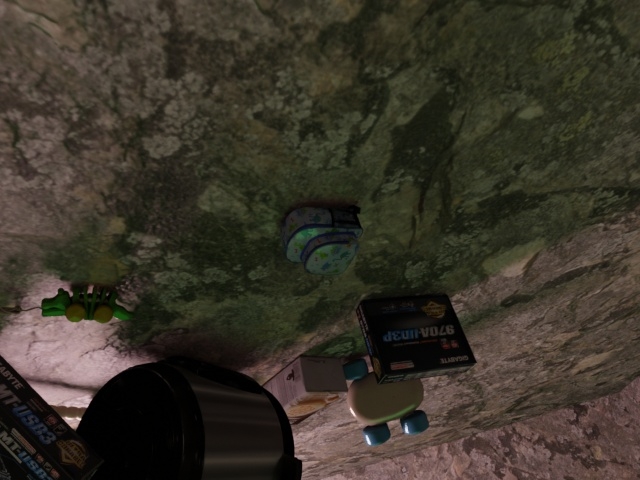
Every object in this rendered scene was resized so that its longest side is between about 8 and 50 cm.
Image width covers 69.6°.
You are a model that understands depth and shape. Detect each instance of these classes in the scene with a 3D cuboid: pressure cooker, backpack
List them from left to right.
[{"bbox_3d":[-0.268,0.472,1.001,0.375,0.370,0.420,-44,141,10],"label":"pressure cooker"},{"bbox_3d":[0.000,0.000,0.710,0.114,0.084,0.105,5,139,-22],"label":"backpack"}]

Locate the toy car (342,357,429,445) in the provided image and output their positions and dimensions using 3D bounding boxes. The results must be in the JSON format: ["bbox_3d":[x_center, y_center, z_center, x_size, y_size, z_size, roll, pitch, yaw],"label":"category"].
[{"bbox_3d":[0.184,0.422,1.318,0.210,0.220,0.238,-19,174,6],"label":"toy car"}]

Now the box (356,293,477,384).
[{"bbox_3d":[0.203,0.207,0.998,0.220,0.175,0.051,-1,143,-18],"label":"box"}]

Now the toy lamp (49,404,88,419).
[{"bbox_3d":[-0.610,0.373,1.001,0.080,0.080,0.274,-32,141,23],"label":"toy lamp"}]

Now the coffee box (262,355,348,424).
[{"bbox_3d":[-0.059,0.413,1.250,0.141,0.098,0.246,13,136,-35],"label":"coffee box"}]

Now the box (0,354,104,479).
[{"bbox_3d":[-0.577,0.393,0.834,0.293,0.295,0.073,-49,177,20],"label":"box"}]

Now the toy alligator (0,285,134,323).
[{"bbox_3d":[-0.392,0.096,0.726,0.189,0.056,0.052,9,97,-29],"label":"toy alligator"}]
